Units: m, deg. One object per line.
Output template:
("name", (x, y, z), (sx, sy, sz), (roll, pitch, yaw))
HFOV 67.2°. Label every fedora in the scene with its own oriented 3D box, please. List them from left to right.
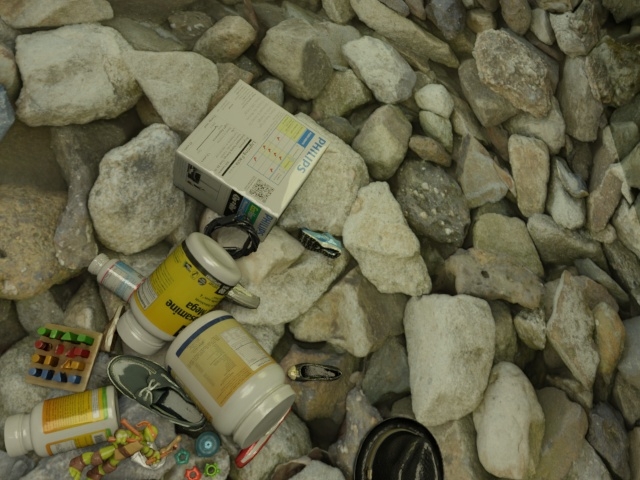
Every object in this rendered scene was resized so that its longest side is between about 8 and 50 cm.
("fedora", (0.261, 0.695, 1.417), (0.334, 0.152, 0.334), (6, 69, -16))

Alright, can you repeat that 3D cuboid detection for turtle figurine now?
("turtle figurine", (-0.490, 0.507, 1.180), (0.217, 0.269, 0.087), (-29, 55, -9))

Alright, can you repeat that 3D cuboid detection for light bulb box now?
("light bulb box", (-0.224, -0.255, 1.574), (0.361, 0.225, 0.358), (34, 63, -4))

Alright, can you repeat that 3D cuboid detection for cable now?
("cable", (-0.282, -0.008, 1.520), (0.150, 0.184, 0.047), (61, 21, -28))

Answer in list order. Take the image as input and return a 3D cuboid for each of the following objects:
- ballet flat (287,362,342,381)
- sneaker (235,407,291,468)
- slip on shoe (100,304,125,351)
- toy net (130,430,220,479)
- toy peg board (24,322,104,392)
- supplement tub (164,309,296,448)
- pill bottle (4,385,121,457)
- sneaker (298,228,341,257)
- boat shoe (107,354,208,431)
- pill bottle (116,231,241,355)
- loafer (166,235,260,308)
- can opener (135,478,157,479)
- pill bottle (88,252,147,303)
("ballet flat", (-0.017, 0.406, 1.492), (0.173, 0.049, 0.057), (3, 69, -17))
("sneaker", (-0.196, 0.527, 1.384), (0.128, 0.087, 0.221), (39, 52, 8))
("slip on shoe", (-0.594, 0.247, 1.369), (0.041, 0.051, 0.135), (11, 73, -1))
("toy net", (-0.390, 0.591, 1.308), (0.232, 0.045, 0.122), (1, 70, -15))
("toy peg board", (-0.689, 0.306, 1.276), (0.161, 0.079, 0.161), (10, 69, 1))
("supplement tub", (-0.239, 0.369, 1.296), (0.228, 0.228, 0.316), (-38, 68, -26))
("pill bottle", (-0.644, 0.462, 1.220), (0.245, 0.136, 0.136), (-8, 73, -20))
("sneaker", (0.000, 0.000, 1.653), (0.162, 0.063, 0.073), (26, 47, -12))
("boat shoe", (-0.442, 0.413, 1.325), (0.319, 0.099, 0.116), (36, 64, -3))
("pill bottle", (-0.394, 0.153, 1.330), (0.334, 0.188, 0.188), (-45, 88, 6))
("loafer", (-0.314, 0.100, 1.477), (0.319, 0.112, 0.111), (33, 72, -3))
("can opener", (-0.447, 0.670, 1.242), (0.283, 0.076, 0.095), (4, 69, -15))
("pill bottle", (-0.585, 0.109, 1.399), (0.160, 0.087, 0.087), (35, 64, -2))
